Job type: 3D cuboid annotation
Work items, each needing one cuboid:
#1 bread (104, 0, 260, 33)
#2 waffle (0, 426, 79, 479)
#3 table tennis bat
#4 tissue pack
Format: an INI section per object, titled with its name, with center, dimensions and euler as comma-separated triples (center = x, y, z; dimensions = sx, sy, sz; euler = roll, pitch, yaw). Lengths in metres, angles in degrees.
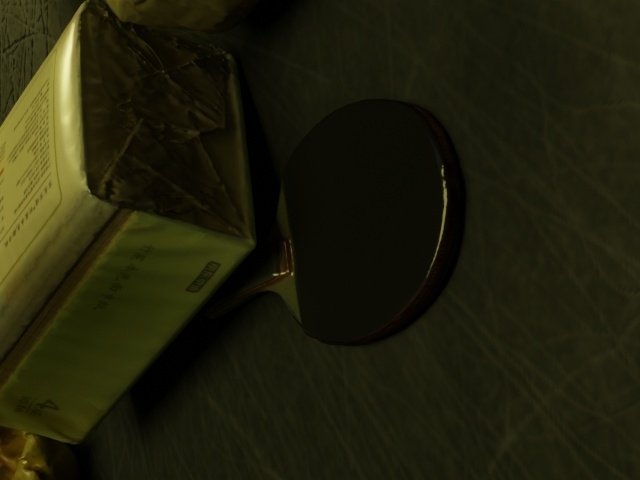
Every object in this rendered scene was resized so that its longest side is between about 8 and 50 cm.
[bread]
center = -0.091, -0.232, 0.935
dimensions = 0.140, 0.106, 0.236
euler = -52, 48, 37
[waffle]
center = -0.251, 0.235, 1.134
dimensions = 0.329, 0.062, 0.329
euler = -10, 78, 51
[table tennis bat]
center = 0.000, 0.000, 0.866
dimensions = 0.220, 0.019, 0.130
euler = -27, 65, 47
[tissue pack]
center = -0.146, -0.005, 0.956
dimensions = 0.234, 0.125, 0.159
euler = -47, 37, 38
